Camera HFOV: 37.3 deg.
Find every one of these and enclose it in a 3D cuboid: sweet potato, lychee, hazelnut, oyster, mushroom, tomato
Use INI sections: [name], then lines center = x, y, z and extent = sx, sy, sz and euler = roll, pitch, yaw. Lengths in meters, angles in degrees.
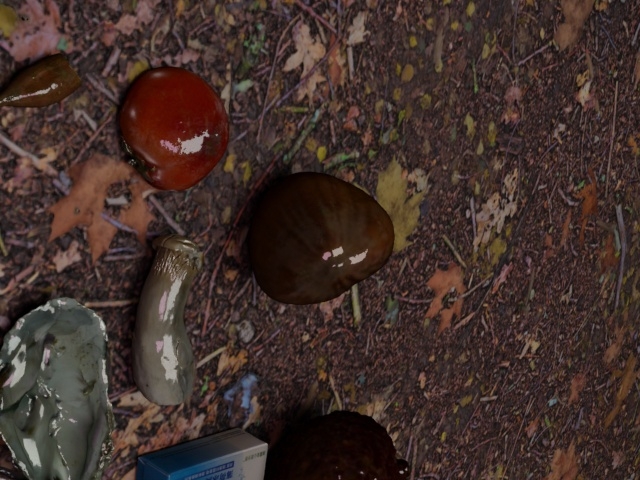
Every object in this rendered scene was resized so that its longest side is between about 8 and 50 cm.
[sweet potato]
center = -0.310, -0.164, 1.018
extent = 0.117, 0.049, 0.049
euler = -36, 129, -40
[lychee]
center = 0.021, 0.397, 1.477
extent = 0.260, 0.260, 0.261
euler = -22, 120, -43
[hazelnut]
center = -0.003, -0.009, 1.328
extent = 0.210, 0.210, 0.186
euler = 1, 64, -50
[oyster]
center = -0.307, 0.200, 1.134
extent = 0.199, 0.087, 0.252
euler = -43, 126, -18
[mushroom]
center = -0.199, 0.100, 1.232
extent = 0.092, 0.081, 0.223
euler = -4, 106, -29
[tomato]
center = -0.168, -0.133, 1.166
extent = 0.139, 0.091, 0.159
euler = -47, 133, -29

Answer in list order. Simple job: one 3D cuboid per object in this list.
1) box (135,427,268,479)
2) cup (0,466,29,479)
[box]
center = -0.174, 0.363, 1.365
extent = 0.194, 0.073, 0.139
euler = -6, 108, -49
[cup]
center = -0.399, 0.281, 0.957
extent = 0.252, 0.191, 0.200
euler = 9, 95, -24
